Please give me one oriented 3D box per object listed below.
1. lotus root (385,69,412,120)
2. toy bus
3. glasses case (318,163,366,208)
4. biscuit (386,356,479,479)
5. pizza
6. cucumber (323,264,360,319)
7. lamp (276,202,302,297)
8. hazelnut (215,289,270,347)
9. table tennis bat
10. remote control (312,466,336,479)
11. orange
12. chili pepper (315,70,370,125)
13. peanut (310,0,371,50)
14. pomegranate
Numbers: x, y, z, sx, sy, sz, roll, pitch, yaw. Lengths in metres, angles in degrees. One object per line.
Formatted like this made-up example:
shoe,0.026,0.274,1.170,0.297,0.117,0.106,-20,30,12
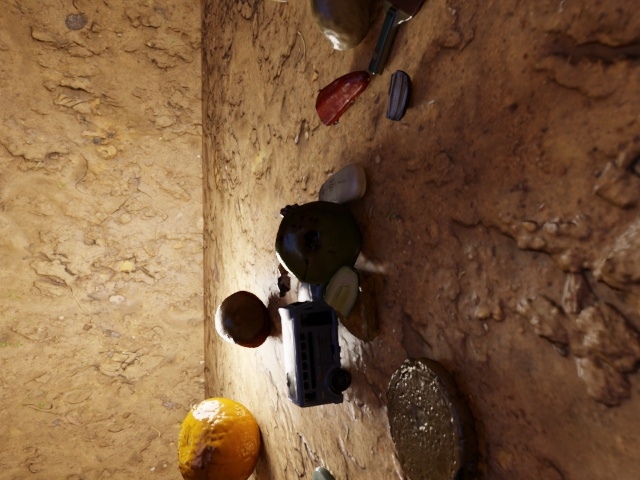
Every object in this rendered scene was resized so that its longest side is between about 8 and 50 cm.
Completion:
lotus root,0.139,-0.249,0.759,0.037,0.030,0.083,22,119,30
toy bus,-0.021,0.227,1.026,0.125,0.133,0.292,162,105,-66
glasses case,0.043,-0.106,0.958,0.193,0.049,0.074,154,112,-65
biscuit,0.174,0.298,0.705,0.226,0.042,0.226,177,90,-68
pizza,0.078,0.126,0.901,0.175,0.046,0.134,59,139,41
cucumber,0.052,0.093,0.860,0.067,0.035,0.107,36,124,23
lamp,-0.057,0.033,1.124,0.118,0.118,0.253,-158,69,-64
hazelnut,-0.273,0.284,1.539,0.210,0.186,0.210,16,112,47
table tennis bat,0.139,-0.424,0.757,0.154,0.021,0.274,-117,36,-44
remote control,0.049,0.629,1.009,0.256,0.045,0.097,40,129,55
orange,-0.379,0.783,1.685,0.340,0.293,0.340,-26,58,49
chili pepper,0.053,-0.308,0.915,0.169,0.065,0.088,-17,77,62
peanut,0.044,-0.485,0.844,0.129,0.129,0.224,-143,46,-60
pomegranate,0.011,0.002,0.932,0.179,0.210,0.179,5,99,35
